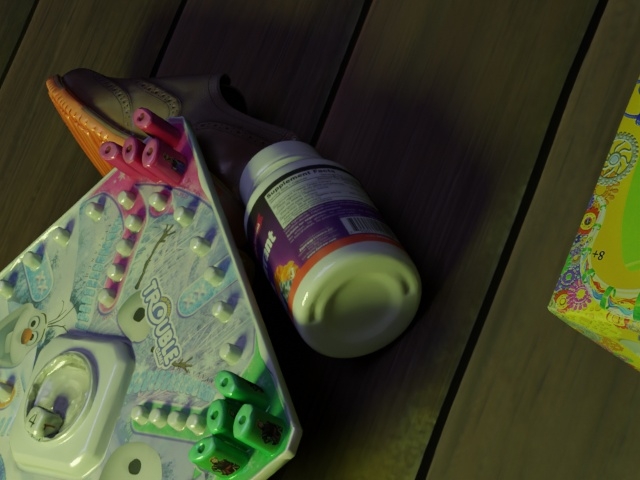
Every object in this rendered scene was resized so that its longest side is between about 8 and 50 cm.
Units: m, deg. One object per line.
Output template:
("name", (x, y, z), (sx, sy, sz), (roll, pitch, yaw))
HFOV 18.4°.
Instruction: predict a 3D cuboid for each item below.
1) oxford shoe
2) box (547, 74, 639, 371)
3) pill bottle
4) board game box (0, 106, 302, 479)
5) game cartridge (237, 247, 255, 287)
("oxford shoe", (-0.136, -0.098, 1.858), (0.133, 0.130, 0.363), (-42, 40, -13))
("box", (0.343, -0.029, 1.219), (0.290, 0.177, 0.279), (8, 72, 50))
("pill bottle", (0.000, 0.000, 1.625), (0.108, 0.108, 0.193), (-47, 38, 13))
("board game box", (-0.217, 0.130, 1.640), (0.390, 0.050, 0.390), (-41, 44, 19))
("game cartridge", (-0.190, 0.168, 1.727), (0.323, 0.052, 0.285), (-23, 47, 52))
